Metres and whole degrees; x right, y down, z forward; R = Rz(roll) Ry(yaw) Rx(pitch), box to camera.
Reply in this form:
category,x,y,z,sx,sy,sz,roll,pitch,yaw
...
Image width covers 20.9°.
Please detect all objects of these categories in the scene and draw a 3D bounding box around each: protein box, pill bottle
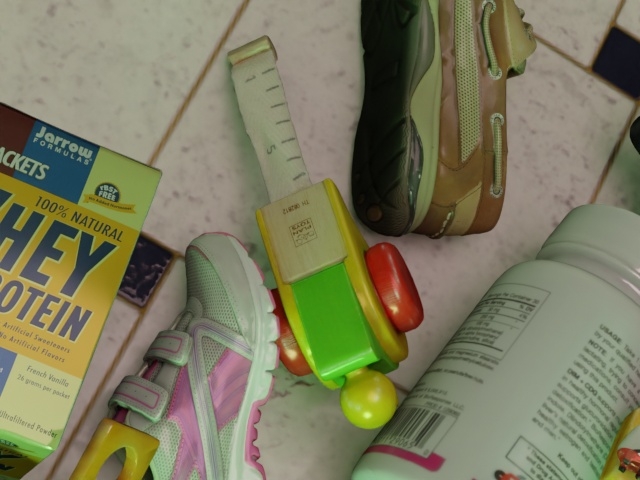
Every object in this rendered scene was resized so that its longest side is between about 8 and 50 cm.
category,x,y,z,sx,sy,sz,roll,pitch,yaw
protein box,-0.219,0.040,1.164,0.136,0.201,0.200,23,70,-11
pill bottle,0.164,0.117,1.293,0.160,0.160,0.283,41,68,-4

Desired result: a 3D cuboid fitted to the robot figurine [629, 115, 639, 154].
category,x,y,z,sx,sy,sz,roll,pitch,yaw
robot figurine,0.375,-0.017,1.389,0.209,0.173,0.278,-37,89,-8

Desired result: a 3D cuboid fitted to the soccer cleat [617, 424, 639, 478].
category,x,y,z,sx,sy,sz,roll,pitch,yaw
soccer cleat,0.240,0.156,1.173,0.083,0.029,0.035,30,63,8

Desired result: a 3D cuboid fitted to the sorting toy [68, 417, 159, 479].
category,x,y,z,sx,sy,sz,roll,pitch,yaw
sorting toy,-0.219,0.263,1.123,0.047,0.196,0.347,26,73,30

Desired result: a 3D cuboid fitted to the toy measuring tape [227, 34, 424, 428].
category,x,y,z,sx,sy,sz,roll,pitch,yaw
toy measuring tape,0.000,0.000,1.316,0.121,0.121,0.330,-6,58,-20

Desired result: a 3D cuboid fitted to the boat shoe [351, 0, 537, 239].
category,x,y,z,sx,sy,sz,roll,pitch,yaw
boat shoe,0.103,-0.155,1.377,0.120,0.122,0.324,10,81,-21

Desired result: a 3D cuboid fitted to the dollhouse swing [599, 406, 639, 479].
category,x,y,z,sx,sy,sz,roll,pitch,yaw
dollhouse swing,0.352,0.294,1.295,0.347,0.315,0.305,-16,57,-22

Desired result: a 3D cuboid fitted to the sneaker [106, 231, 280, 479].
category,x,y,z,sx,sy,sz,roll,pitch,yaw
sneaker,-0.097,0.113,1.240,0.111,0.103,0.252,7,73,-18
